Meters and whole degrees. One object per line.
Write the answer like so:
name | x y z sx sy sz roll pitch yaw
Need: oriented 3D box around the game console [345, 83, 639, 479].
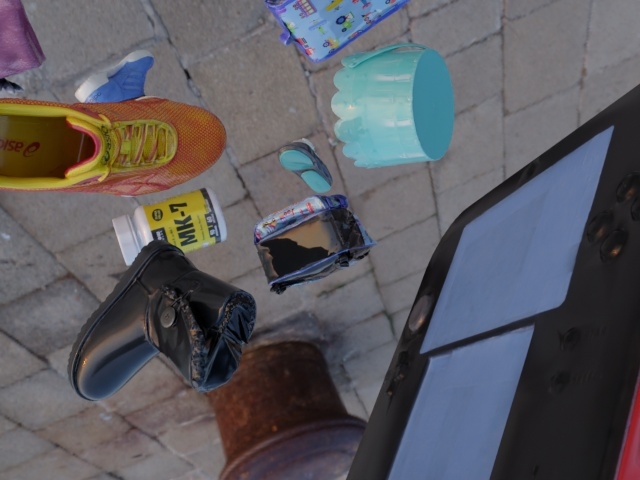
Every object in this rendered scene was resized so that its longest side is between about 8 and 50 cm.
game console | 0.133 0.077 0.527 0.060 0.342 0.386 31 158 -4

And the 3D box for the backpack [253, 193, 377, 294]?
backpack | 0.000 0.000 1.065 0.158 0.117 0.173 -25 174 26

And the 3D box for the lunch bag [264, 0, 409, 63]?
lunch bag | 0.028 -0.533 1.520 0.293 0.138 0.221 -42 150 6

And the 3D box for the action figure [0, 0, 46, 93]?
action figure | -0.490 -0.397 0.940 0.248 0.276 0.370 -8 114 -24

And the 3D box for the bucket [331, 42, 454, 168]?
bucket | 0.170 -0.294 1.518 0.183 0.281 0.281 2 156 31

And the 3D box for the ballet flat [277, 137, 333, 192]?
ballet flat | -0.033 -0.165 1.406 0.074 0.074 0.203 -32 150 11

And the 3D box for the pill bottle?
pill bottle | -0.305 -0.026 1.395 0.208 0.119 0.119 -18 144 -15

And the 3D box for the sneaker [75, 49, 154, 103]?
sneaker | -0.256 -0.200 0.935 0.084 0.152 0.058 47 125 -10

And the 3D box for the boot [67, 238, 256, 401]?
boot | -0.203 0.136 0.863 0.094 0.207 0.246 33 88 -47

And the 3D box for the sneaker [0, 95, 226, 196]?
sneaker | -0.121 -0.050 0.390 0.175 0.067 0.064 -13 110 -44
